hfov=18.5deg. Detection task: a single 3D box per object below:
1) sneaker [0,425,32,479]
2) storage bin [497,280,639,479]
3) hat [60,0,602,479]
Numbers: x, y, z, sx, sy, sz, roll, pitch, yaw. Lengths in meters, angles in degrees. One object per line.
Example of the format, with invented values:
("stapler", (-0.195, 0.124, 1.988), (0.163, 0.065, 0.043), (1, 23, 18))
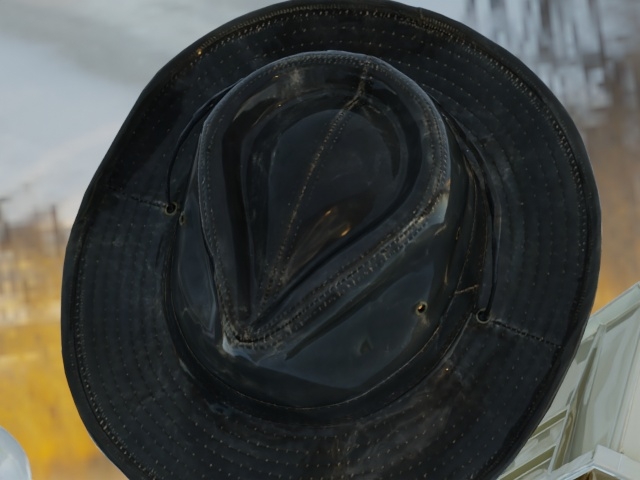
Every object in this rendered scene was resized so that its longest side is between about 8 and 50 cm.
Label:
("sneaker", (-0.249, 0.199, 1.066), (0.240, 0.091, 0.126), (-46, -170, 26))
("storage bin", (0.241, 0.165, 1.224), (0.262, 0.123, 0.260), (23, 154, -10))
("hat", (0.000, 0.000, 1.069), (0.331, 0.331, 0.134), (-7, 164, 3))
